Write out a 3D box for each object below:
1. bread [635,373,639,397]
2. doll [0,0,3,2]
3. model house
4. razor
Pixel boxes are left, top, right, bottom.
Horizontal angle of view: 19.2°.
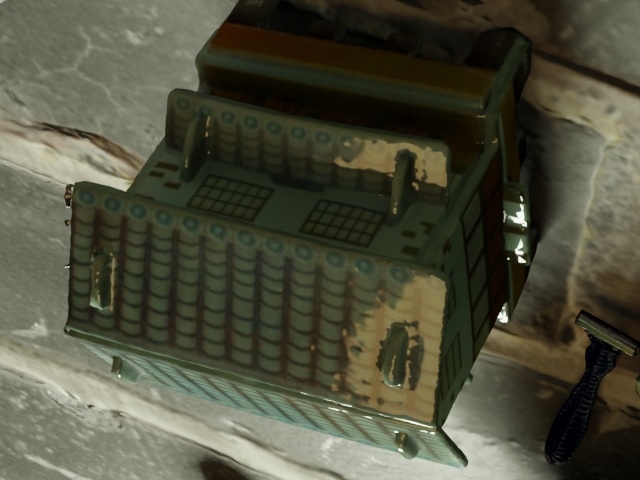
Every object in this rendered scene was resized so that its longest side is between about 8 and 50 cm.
[{"bbox_3d":[0.291,0.158,1.103,0.267,0.040,0.267,42,176,3],"label":"bread"},{"bbox_3d":[-0.154,-0.190,1.023,0.287,0.151,0.151,-5,130,41],"label":"doll"},{"bbox_3d":[0.000,0.000,1.071,0.224,0.215,0.198,14,138,20],"label":"model house"},{"bbox_3d":[0.172,0.096,1.215,0.044,0.028,0.155,29,142,14],"label":"razor"}]
